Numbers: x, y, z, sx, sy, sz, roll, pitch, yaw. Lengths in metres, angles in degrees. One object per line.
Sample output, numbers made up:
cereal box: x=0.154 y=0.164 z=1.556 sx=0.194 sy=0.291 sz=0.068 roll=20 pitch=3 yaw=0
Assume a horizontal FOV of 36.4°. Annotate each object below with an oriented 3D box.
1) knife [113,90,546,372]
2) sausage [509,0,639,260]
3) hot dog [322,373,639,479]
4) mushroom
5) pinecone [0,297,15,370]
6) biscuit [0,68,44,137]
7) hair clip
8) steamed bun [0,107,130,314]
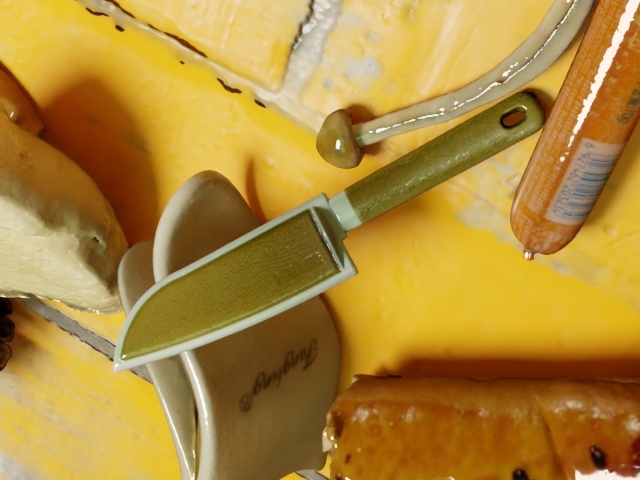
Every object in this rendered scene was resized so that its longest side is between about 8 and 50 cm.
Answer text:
knife: x=0.001 y=0.001 z=0.658 sx=0.343 sy=0.027 sz=0.061 roll=-27 pitch=81 yaw=8
sausage: x=0.186 y=-0.125 z=0.577 sx=0.053 sy=0.053 sz=0.347 roll=24 pitch=126 yaw=11
hot dog: x=0.209 y=0.258 z=0.712 sx=0.365 sy=0.196 sz=0.367 roll=-7 pitch=117 yaw=24
mushroom: x=0.112 y=-0.131 z=0.622 sx=0.068 sy=0.043 sz=0.306 roll=36 pitch=128 yaw=-24
pinecone: x=-0.356 y=0.086 z=0.888 sx=0.165 sy=0.163 sz=0.163 roll=-31 pitch=102 yaw=33
biscuit: x=-0.397 y=-0.101 z=0.870 sx=0.309 sy=0.040 sz=0.204 roll=-27 pitch=104 yaw=34
hair clip: x=-0.067 y=0.090 z=0.766 sx=0.113 sy=0.172 sz=0.282 roll=-20 pitch=95 yaw=42
steamed bun: x=-0.249 y=-0.032 z=0.771 sx=0.231 sy=0.110 sz=0.212 roll=11 pitch=151 yaw=-11
